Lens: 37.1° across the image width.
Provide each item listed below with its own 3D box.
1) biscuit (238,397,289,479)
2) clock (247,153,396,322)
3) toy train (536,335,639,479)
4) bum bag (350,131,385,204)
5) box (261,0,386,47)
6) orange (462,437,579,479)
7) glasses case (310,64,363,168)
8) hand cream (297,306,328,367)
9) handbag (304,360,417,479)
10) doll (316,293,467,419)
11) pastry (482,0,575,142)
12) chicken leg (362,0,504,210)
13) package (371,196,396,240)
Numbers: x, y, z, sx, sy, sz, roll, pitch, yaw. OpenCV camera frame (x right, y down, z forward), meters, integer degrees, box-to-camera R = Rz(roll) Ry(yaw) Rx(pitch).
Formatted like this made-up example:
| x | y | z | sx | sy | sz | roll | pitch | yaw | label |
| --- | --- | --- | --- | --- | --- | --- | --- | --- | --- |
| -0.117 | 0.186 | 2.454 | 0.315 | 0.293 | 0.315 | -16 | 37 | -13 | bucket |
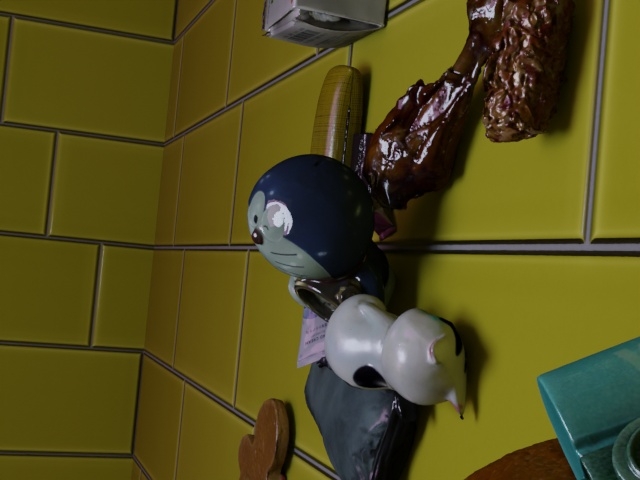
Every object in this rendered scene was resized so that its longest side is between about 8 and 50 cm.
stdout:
| x | y | z | sx | sy | sz | roll | pitch | yaw | label |
| --- | --- | --- | --- | --- | --- | --- | --- | --- | --- |
| -0.100 | 0.426 | 1.632 | 0.216 | 0.047 | 0.339 | -135 | 56 | -63 | biscuit |
| 0.000 | 0.000 | 1.170 | 0.200 | 0.146 | 0.243 | 32 | 160 | 35 | clock |
| 0.236 | 0.088 | 0.524 | 0.159 | 0.248 | 0.101 | -108 | -4 | -57 | toy train |
| 0.077 | -0.097 | 1.312 | 0.159 | 0.026 | 0.109 | -170 | 85 | -69 | bum bag |
| 0.015 | -0.459 | 1.419 | 0.173 | 0.145 | 0.332 | -178 | 95 | -72 | box |
| 0.170 | 0.266 | 0.617 | 0.264 | 0.264 | 0.264 | -174 | 90 | -71 | orange |
| 0.023 | -0.143 | 1.420 | 0.079 | 0.064 | 0.234 | -166 | 83 | -67 | glasses case |
| 0.003 | 0.098 | 1.284 | 0.084 | 0.053 | 0.142 | -27 | 41 | 36 | hand cream |
| 0.046 | 0.203 | 1.255 | 0.332 | 0.075 | 0.191 | -122 | 45 | -65 | handbag |
| 0.087 | 0.123 | 1.066 | 0.181 | 0.110 | 0.107 | 4 | 47 | 44 | doll |
| 0.202 | -0.172 | 0.903 | 0.063 | 0.087 | 0.169 | 17 | 103 | 36 | pastry |
| 0.144 | -0.155 | 1.072 | 0.304 | 0.093 | 0.113 | -56 | 51 | 39 | chicken leg |
| 0.066 | -0.038 | 1.282 | 0.083 | 0.029 | 0.059 | 52 | 156 | -4 | package |
